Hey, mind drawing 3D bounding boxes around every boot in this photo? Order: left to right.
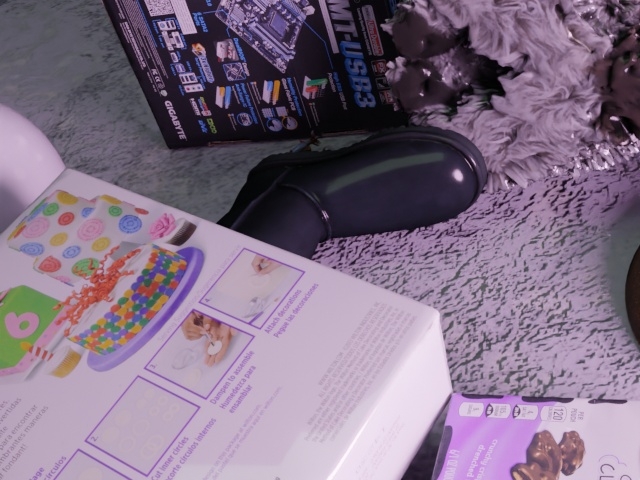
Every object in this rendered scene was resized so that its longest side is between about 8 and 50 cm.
[{"bbox_3d":[0.000,0.000,0.841,0.246,0.094,0.207,-3,35,31],"label":"boot"}]

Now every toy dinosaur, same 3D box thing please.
[{"bbox_3d":[-0.024,-0.068,1.008,0.082,0.047,0.090,-40,8,-14],"label":"toy dinosaur"}]

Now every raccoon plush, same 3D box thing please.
[{"bbox_3d":[0.269,-0.165,0.902,0.446,0.216,0.299,28,38,21],"label":"raccoon plush"}]

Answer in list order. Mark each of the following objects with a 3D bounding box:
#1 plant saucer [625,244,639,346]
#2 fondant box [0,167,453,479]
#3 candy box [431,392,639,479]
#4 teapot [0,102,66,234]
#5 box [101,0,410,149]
[{"bbox_3d":[0.375,0.018,0.705,0.310,0.050,0.311,-11,37,8],"label":"plant saucer"},{"bbox_3d":[-0.115,0.104,0.651,0.330,0.096,0.238,21,58,29],"label":"fondant box"},{"bbox_3d":[0.161,0.173,0.573,0.196,0.070,0.165,-1,39,22],"label":"candy box"},{"bbox_3d":[-0.298,0.004,0.889,0.187,0.252,0.256,27,71,0],"label":"teapot"},{"bbox_3d":[-0.067,-0.236,1.009,0.293,0.296,0.073,-5,40,19],"label":"box"}]
